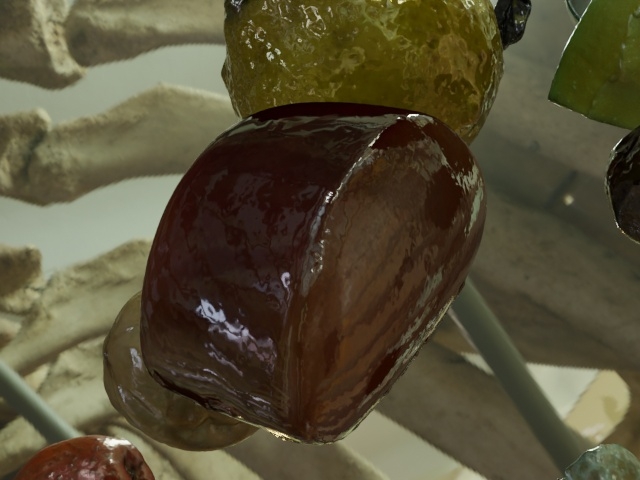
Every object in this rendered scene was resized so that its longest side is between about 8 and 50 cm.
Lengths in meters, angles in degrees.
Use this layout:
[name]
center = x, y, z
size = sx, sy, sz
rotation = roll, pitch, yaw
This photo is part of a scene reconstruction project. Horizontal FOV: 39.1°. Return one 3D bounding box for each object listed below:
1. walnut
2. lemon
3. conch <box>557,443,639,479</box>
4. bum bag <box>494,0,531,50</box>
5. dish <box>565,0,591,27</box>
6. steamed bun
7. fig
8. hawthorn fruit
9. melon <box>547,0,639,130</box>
[walnut]
center = -0.243, 0.241, 1.773
size = 0.381, 0.381, 0.381
rotation = -26, -33, -18
[lemon]
center = 0.047, -0.235, 1.155
size = 0.387, 0.349, 0.350
rotation = 30, -68, -31
[conch]
center = 0.373, 0.323, 1.135
size = 0.116, 0.106, 0.173
rotation = -52, -51, -3
[bum bag]
center = 0.265, -0.328, 1.460
size = 0.060, 0.106, 0.232
rotation = 14, -26, -19
[dish]
center = 0.478, -0.346, 1.385
size = 0.078, 0.246, 0.224
rotation = 96, -168, -60
[steamed bun]
center = 0.000, 0.000, 0.874
size = 0.379, 0.235, 0.248
rotation = -44, -48, -40
[fig]
center = 0.391, -0.069, 0.969
size = 0.166, 0.144, 0.154
rotation = -19, -23, 12
[hawthorn fruit]
center = -0.295, 0.329, 1.120
size = 0.189, 0.189, 0.189
rotation = -26, -33, -18
[melon]
center = 0.423, -0.270, 1.077
size = 0.196, 0.124, 0.323
rotation = 10, -52, -10
